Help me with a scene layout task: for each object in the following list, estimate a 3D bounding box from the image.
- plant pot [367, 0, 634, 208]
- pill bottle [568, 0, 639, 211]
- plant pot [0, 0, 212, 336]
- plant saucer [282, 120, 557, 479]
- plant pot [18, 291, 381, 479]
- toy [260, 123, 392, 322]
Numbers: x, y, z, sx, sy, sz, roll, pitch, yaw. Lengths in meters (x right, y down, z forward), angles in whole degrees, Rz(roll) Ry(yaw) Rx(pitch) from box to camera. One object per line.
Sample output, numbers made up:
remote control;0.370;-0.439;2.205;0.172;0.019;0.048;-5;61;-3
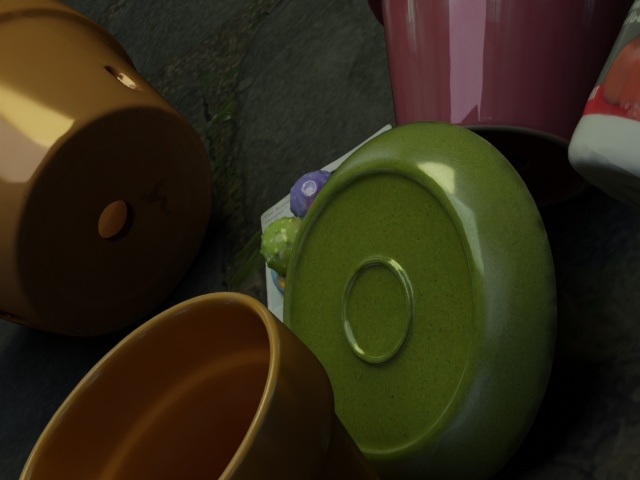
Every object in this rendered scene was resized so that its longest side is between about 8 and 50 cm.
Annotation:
plant pot;0.125;-0.127;1.080;0.201;0.201;0.180;-14;60;42
pill bottle;0.274;-0.150;0.863;0.176;0.176;0.318;22;87;56
plant pot;-0.229;-0.048;1.340;0.203;0.291;0.291;27;76;41
plant saucer;0.047;0.044;0.999;0.241;0.037;0.241;-5;84;50
plant pot;-0.045;0.166;0.942;0.205;0.188;0.205;-32;31;22
toy;0.000;0.000;1.200;0.137;0.056;0.237;-34;34;18
